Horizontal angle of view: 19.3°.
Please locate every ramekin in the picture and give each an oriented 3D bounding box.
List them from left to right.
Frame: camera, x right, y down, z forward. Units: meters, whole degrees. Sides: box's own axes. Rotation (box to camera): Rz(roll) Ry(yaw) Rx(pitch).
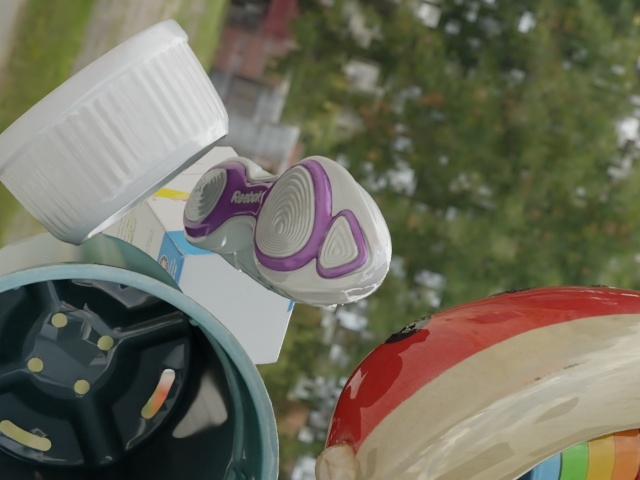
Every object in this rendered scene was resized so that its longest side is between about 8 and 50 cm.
[{"bbox_3d":[-0.175,-0.086,1.606,0.207,0.109,0.207,-36,-178,1],"label":"ramekin"}]

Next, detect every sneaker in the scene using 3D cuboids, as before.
[{"bbox_3d":[0.000,0.000,1.602,0.114,0.152,0.305,-60,-153,-4],"label":"sneaker"}]

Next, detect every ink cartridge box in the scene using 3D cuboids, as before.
[{"bbox_3d":[-0.151,0.017,2.238,0.232,0.168,0.171,53,-44,45],"label":"ink cartridge box"}]

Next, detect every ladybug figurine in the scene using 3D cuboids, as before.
[{"bbox_3d":[0.176,0.147,1.500,0.305,0.449,0.162,-56,-131,34],"label":"ladybug figurine"}]

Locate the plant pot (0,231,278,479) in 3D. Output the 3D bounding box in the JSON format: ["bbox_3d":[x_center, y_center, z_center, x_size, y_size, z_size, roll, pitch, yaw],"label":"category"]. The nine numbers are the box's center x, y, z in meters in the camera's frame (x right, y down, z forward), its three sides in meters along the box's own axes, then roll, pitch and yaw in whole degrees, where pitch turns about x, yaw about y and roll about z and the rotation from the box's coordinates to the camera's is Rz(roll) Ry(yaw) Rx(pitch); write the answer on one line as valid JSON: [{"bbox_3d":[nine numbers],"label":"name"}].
[{"bbox_3d":[-0.226,0.146,1.702,0.334,0.341,0.341,-120,-133,-74],"label":"plant pot"}]
